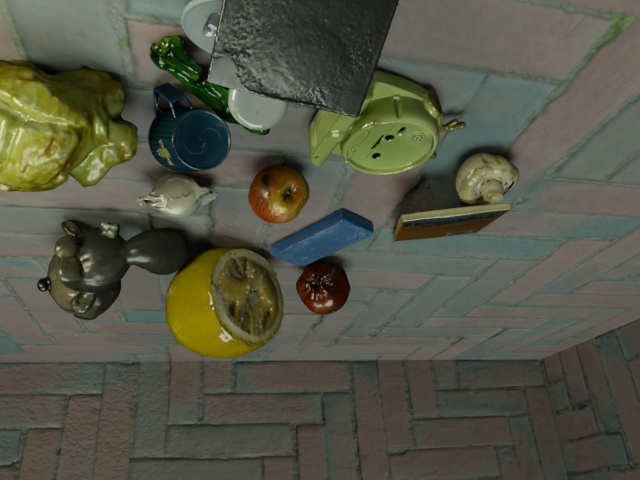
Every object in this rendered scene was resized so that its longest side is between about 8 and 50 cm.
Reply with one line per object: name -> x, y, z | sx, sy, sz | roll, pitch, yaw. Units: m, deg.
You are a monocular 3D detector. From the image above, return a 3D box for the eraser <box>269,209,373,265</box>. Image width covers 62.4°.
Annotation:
eraser -> 0.000, 0.000, 1.592 | 0.311, 0.043, 0.144 | -25, 146, 37

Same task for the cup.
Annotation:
cup -> -0.252, -0.208, 0.989 | 0.131, 0.177, 0.155 | -34, -154, -20

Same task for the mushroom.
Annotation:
mushroom -> 0.402, -0.141, 1.268 | 0.154, 0.123, 0.154 | -8, 143, -6

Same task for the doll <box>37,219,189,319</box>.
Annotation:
doll -> -0.590, 0.102, 1.507 | 0.378, 0.253, 0.382 | 9, 158, -24

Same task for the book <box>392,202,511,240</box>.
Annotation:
book -> 0.339, -0.044, 1.444 | 0.262, 0.028, 0.374 | -5, 172, 4

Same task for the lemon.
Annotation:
lemon -> -0.321, 0.202, 1.637 | 0.364, 0.364, 0.364 | -3, 154, -1

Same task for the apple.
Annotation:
apple -> -0.098, -0.110, 1.236 | 0.146, 0.147, 0.146 | -3, 154, -1

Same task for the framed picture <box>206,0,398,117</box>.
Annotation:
framed picture -> -0.004, -0.345, 0.726 | 0.244, 0.013, 0.324 | 7, 120, -22

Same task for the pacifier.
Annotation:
pacifier -> -0.087, -0.274, 0.840 | 0.278, 0.207, 0.227 | 9, 169, -23

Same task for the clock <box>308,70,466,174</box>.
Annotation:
clock -> 0.145, -0.224, 1.092 | 0.307, 0.096, 0.235 | 6, 152, -22

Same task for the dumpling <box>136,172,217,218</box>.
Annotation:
dumpling -> -0.346, -0.106, 1.274 | 0.187, 0.108, 0.127 | -9, -177, -21

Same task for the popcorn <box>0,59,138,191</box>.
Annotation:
popcorn -> -0.480, -0.199, 0.938 | 0.276, 0.276, 0.226 | 7, 116, -20

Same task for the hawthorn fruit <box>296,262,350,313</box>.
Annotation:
hawthorn fruit -> 0.015, 0.169, 1.794 | 0.185, 0.185, 0.202 | -9, 158, 11

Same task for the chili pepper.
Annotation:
chili pepper -> -0.185, -0.278, 0.954 | 0.253, 0.084, 0.099 | 26, 161, -34
